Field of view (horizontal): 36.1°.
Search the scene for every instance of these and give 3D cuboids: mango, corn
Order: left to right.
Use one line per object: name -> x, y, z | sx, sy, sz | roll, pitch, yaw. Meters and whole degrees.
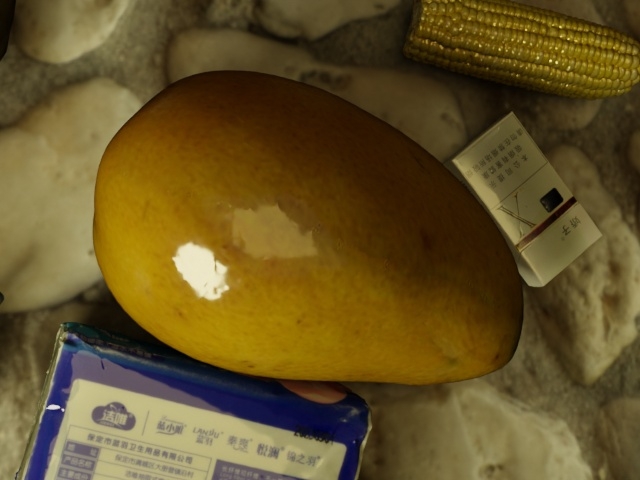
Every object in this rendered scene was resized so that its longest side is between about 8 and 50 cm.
mango -> 0.000, 0.000, 0.808 | 0.378, 0.264, 0.221 | 21, 121, -16
corn -> 0.199, -0.190, 0.962 | 0.248, 0.081, 0.081 | 9, 83, -14

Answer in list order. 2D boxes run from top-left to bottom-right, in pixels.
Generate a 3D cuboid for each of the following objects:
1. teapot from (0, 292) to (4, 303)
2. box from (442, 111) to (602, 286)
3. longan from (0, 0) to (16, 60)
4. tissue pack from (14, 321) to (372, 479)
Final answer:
teapot -> -0.311, 0.110, 0.784 | 0.149, 0.108, 0.111 | -22, 93, -15
box -> 0.198, -0.039, 0.969 | 0.084, 0.040, 0.154 | -39, 95, -16
longan -> -0.403, -0.195, 0.655 | 0.390, 0.391, 0.391 | 1, 85, -15
tissue pack -> -0.115, 0.197, 0.820 | 0.269, 0.137, 0.209 | 15, 81, -17
